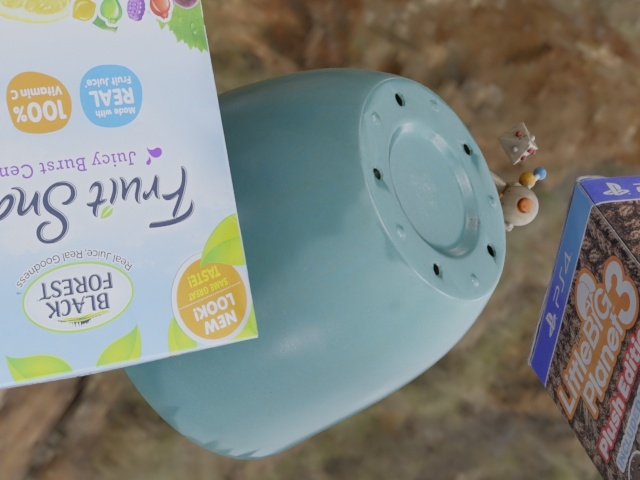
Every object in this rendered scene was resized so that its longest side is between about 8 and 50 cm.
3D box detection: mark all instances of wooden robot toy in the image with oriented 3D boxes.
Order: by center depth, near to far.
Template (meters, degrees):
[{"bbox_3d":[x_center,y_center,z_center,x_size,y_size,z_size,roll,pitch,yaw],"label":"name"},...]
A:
[{"bbox_3d":[0.156,-0.029,1.682,0.173,0.076,0.079,-59,-163,-8],"label":"wooden robot toy"}]

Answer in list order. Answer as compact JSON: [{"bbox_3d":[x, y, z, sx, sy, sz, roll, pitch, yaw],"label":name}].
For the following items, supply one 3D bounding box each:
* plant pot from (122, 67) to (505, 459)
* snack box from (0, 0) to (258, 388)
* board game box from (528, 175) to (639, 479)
[{"bbox_3d":[0.000,0.000,1.480,0.235,0.293,0.293,-23,-174,34],"label":"plant pot"},{"bbox_3d":[-0.130,-0.043,0.817,0.174,0.207,0.070,-10,-179,-33],"label":"snack box"},{"bbox_3d":[0.287,0.095,1.063,0.232,0.291,0.141,-3,126,-19],"label":"board game box"}]
